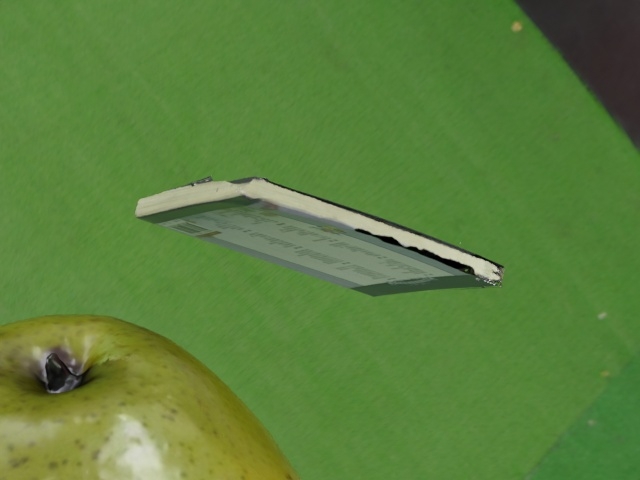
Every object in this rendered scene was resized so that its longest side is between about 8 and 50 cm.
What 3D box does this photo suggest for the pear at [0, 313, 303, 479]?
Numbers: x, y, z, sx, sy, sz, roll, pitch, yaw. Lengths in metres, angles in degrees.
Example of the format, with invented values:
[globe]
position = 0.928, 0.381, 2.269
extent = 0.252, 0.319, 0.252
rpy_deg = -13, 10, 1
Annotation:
[pear]
position = -0.126, 0.183, 0.608
extent = 0.294, 0.294, 0.294
rpy_deg = 6, 72, -19

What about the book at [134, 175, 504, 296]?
[book]
position = 0.000, -0.001, 0.862
extent = 0.231, 0.157, 0.026
rpy_deg = 19, 76, -32
